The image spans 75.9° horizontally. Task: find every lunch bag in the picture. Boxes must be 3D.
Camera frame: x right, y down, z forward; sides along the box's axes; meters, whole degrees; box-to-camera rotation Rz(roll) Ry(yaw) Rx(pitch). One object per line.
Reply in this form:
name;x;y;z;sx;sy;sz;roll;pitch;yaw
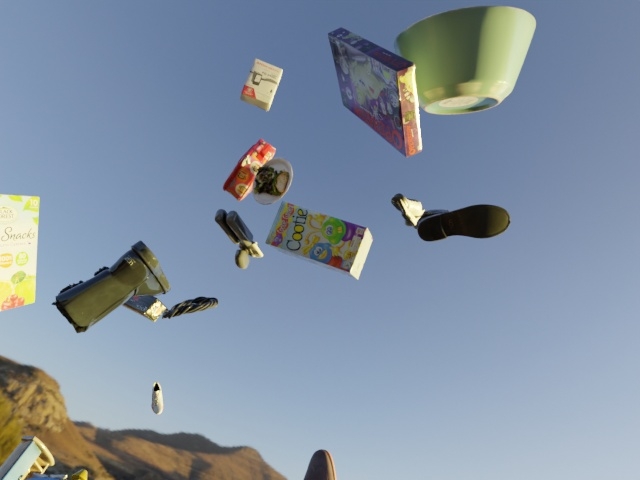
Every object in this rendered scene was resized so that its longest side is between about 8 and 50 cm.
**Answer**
lunch bag;-0.307;-0.334;1.859;0.120;0.293;0.258;36;-59;-11

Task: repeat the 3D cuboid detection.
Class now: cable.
cable;-0.435;0.220;1.373;0.185;0.047;0.151;-11;-2;-17

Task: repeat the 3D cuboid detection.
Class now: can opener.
can opener;-0.248;0.002;1.270;0.074;0.093;0.280;7;-29;13

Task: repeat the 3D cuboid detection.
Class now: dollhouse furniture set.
dollhouse furniture set;-0.771;0.745;1.218;0.304;0.198;0.286;-4;-61;10

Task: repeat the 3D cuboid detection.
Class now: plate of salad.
plate of salad;-0.195;-0.235;1.588;0.200;0.199;0.048;-7;-20;33

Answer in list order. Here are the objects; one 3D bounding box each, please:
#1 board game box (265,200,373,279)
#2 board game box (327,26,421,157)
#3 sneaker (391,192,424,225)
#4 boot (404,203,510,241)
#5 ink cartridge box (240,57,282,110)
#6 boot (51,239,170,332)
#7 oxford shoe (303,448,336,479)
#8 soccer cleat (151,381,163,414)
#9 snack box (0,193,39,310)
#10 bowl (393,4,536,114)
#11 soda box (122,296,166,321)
board game box;0.000;0.000;1.251;0.276;0.141;0.144;18;-8;17
board game box;0.125;-0.366;0.990;0.056;0.346;0.208;-29;-47;-4
sneaker;0.181;-0.073;0.846;0.040;0.043;0.109;41;3;37
boot;0.378;-0.063;1.176;0.264;0.229;0.091;-5;-81;10
ink cartridge box;-0.213;-0.564;1.484;0.110;0.150;0.063;19;-12;-10
boot;-0.452;0.115;0.906;0.094;0.207;0.246;47;-24;8
oxford shoe;-0.020;0.710;1.141;0.097;0.271;0.098;-12;-53;20
soccer cleat;-0.427;0.410;1.071;0.029;0.083;0.035;-4;-46;-20
snack box;-0.392;0.014;0.488;0.037;0.141;0.100;6;4;7
bowl;0.333;-0.399;0.969;0.313;0.162;0.311;-2;4;0
soda box;-0.551;0.190;1.253;0.169;0.060;0.053;14;-36;33
